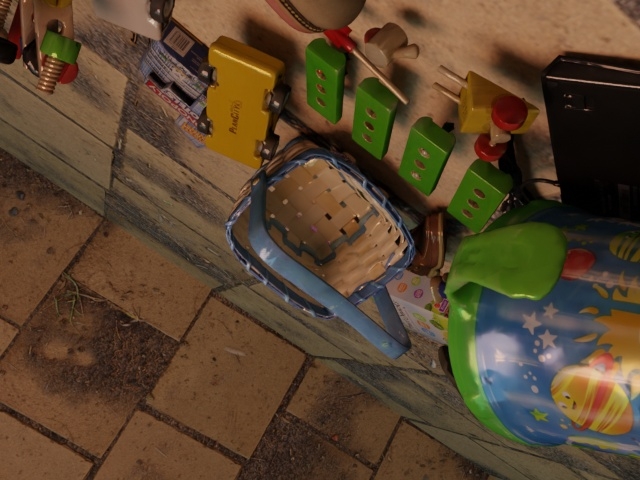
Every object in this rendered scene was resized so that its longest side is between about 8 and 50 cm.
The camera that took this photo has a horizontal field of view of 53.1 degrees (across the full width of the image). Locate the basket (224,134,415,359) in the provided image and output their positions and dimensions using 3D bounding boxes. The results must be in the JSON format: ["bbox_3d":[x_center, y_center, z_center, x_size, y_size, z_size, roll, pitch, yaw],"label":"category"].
[{"bbox_3d":[0.000,0.000,0.833,0.255,0.201,0.289,41,-159,-29],"label":"basket"}]

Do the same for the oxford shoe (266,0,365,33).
[{"bbox_3d":[0.016,-0.242,0.373,0.130,0.123,0.348,22,162,14],"label":"oxford shoe"}]

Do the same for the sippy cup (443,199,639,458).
[{"bbox_3d":[0.266,0.082,0.536,0.224,0.305,0.240,2,102,60],"label":"sippy cup"}]

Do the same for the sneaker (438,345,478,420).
[{"bbox_3d":[0.332,0.267,1.323,0.087,0.130,0.227,35,-169,-25],"label":"sneaker"}]

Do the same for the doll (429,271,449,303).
[{"bbox_3d":[0.244,0.059,0.856,0.189,0.046,0.129,-9,-179,38],"label":"doll"}]

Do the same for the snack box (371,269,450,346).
[{"bbox_3d":[0.193,0.121,1.155,0.207,0.070,0.174,22,161,35],"label":"snack box"}]

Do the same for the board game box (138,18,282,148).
[{"bbox_3d":[-0.176,-0.201,0.915,0.194,0.060,0.194,38,161,-18],"label":"board game box"}]

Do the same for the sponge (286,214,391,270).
[{"bbox_3d":[0.028,0.003,1.095,0.210,0.031,0.117,24,178,40],"label":"sponge"}]

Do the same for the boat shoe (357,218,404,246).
[{"bbox_3d":[0.108,0.002,1.023,0.125,0.038,0.046,27,162,16],"label":"boat shoe"}]

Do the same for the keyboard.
[{"bbox_3d":[0.258,-0.057,0.620,0.201,0.033,0.317,18,157,35],"label":"keyboard"}]

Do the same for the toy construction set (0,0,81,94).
[{"bbox_3d":[-0.361,-0.327,0.719,0.257,0.237,0.309,21,-171,-18],"label":"toy construction set"}]

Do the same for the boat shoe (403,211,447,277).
[{"bbox_3d":[0.146,0.011,0.913,0.060,0.064,0.178,4,159,5],"label":"boat shoe"}]

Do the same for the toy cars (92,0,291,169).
[{"bbox_3d":[-0.135,-0.239,0.704,0.176,0.087,0.393,-1,142,36],"label":"toy cars"}]

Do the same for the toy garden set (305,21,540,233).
[{"bbox_3d":[0.092,-0.131,0.620,0.244,0.049,0.204,40,165,12],"label":"toy garden set"}]
